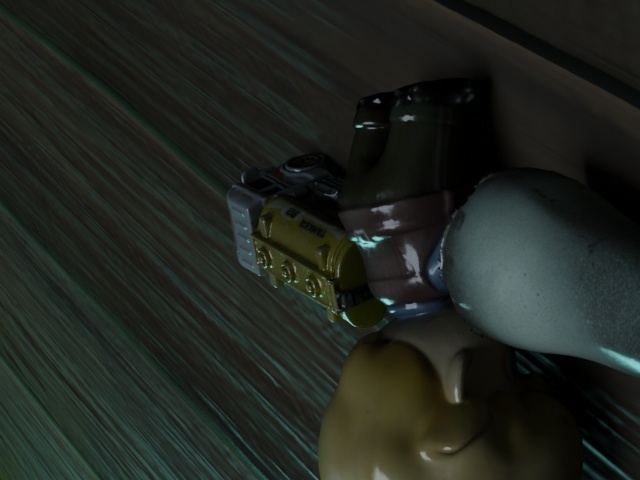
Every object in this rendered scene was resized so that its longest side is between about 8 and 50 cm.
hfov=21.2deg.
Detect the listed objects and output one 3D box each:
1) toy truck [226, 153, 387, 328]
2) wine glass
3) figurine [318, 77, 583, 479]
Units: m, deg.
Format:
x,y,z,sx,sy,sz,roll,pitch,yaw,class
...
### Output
x,y,z,sx,sy,sz,roll,pitch,yaw,class
0.000,0.000,0.807,0.123,0.062,0.052,28,133,55,toy truck
0.111,0.024,0.590,0.155,0.072,0.072,26,131,55,wine glass
0.050,0.034,0.715,0.114,0.108,0.196,-8,83,55,figurine
